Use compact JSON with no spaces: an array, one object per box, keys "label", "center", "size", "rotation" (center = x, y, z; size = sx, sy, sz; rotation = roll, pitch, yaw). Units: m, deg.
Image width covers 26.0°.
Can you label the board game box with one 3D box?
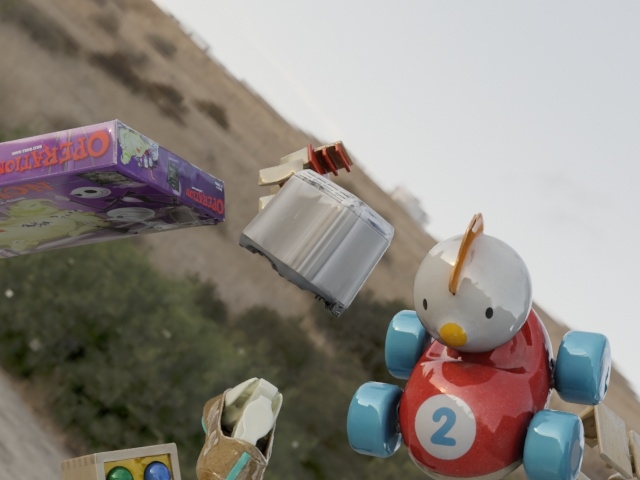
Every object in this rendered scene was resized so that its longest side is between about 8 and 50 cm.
[{"label":"board game box","center":[-0.290,-0.036,1.312],"size":[0.347,0.056,0.208],"rotation":[-9,-20,22]}]

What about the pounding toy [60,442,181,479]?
[{"label":"pounding toy","center":[-0.211,0.356,1.783],"size":[0.206,0.181,0.094],"rotation":[-1,-13,-43]}]

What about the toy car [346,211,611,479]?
[{"label":"toy car","center":[0.140,0.087,1.306],"size":[0.219,0.210,0.238],"rotation":[6,-48,25]}]

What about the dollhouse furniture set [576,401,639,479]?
[{"label":"dollhouse furniture set","center":[0.373,0.333,1.884],"size":[0.144,0.151,0.123],"rotation":[40,25,-15]}]

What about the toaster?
[{"label":"toaster","center":[0.000,0.000,1.916],"size":[0.129,0.146,0.227],"rotation":[37,-2,-36]}]

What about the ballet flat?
[{"label":"ballet flat","center":[-0.108,0.266,1.975],"size":[0.116,0.124,0.342],"rotation":[32,11,-4]}]

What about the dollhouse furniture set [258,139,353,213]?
[{"label":"dollhouse furniture set","center":[-0.006,-0.070,2.726],"size":[0.262,0.135,0.259],"rotation":[58,22,-44]}]
